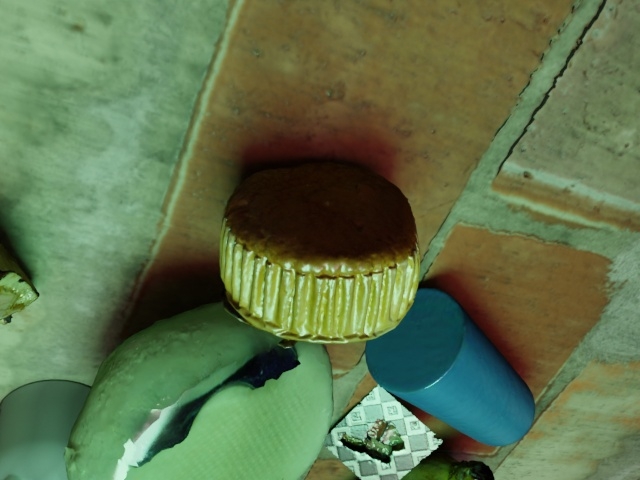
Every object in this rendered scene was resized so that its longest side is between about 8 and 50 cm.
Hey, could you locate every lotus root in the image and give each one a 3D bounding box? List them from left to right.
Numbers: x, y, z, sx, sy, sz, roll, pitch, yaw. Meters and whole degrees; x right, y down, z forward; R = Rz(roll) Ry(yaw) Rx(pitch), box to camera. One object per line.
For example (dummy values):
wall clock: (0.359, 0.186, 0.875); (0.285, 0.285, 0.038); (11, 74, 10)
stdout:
lotus root: (0.136, 0.417, 0.946); (0.173, 0.173, 0.309); (30, 114, -31)

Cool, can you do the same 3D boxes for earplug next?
earplug: (0.186, 0.182, 0.805); (0.132, 0.132, 0.273); (-38, 129, 14)

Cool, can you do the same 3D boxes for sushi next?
sushi: (0.086, 0.278, 0.890); (0.120, 0.026, 0.126); (43, 103, -1)

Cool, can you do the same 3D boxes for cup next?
cup: (-0.314, 0.275, 0.733); (0.134, 0.142, 0.173); (-1, 127, -14)

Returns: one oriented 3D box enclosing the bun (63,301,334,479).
bun: (-0.135, 0.181, 0.690); (0.293, 0.187, 0.293); (-20, 127, -29)

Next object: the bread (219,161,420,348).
bread: (0.001, 0.000, 0.576); (0.199, 0.199, 0.104); (-1, 122, -13)

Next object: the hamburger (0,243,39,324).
hamburger: (-0.326, 0.028, 0.566); (0.087, 0.176, 0.102); (-39, 89, -16)
